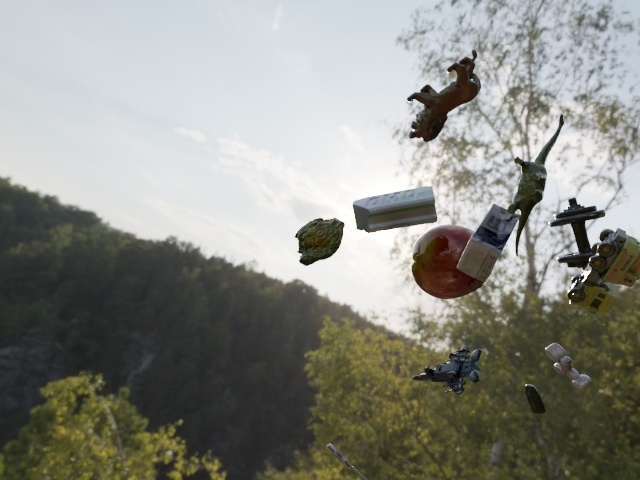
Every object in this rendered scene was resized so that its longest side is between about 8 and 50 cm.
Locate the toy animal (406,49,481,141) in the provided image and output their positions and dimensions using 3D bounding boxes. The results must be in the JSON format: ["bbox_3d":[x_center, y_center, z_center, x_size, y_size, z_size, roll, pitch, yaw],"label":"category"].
[{"bbox_3d":[0.387,-0.432,1.588,0.157,0.312,0.097,55,12,-4],"label":"toy animal"}]

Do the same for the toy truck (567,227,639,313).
[{"bbox_3d":[0.900,0.101,1.610,0.157,0.124,0.272,27,-56,18],"label":"toy truck"}]

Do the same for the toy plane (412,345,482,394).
[{"bbox_3d":[0.384,0.404,1.596,0.246,0.169,0.078,-16,-54,36],"label":"toy plane"}]

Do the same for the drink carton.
[{"bbox_3d":[0.524,0.003,1.609,0.102,0.222,0.134,27,-43,19],"label":"drink carton"}]

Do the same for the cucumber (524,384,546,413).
[{"bbox_3d":[0.730,0.538,1.768,0.048,0.105,0.048,-22,1,0],"label":"cucumber"}]

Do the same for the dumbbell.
[{"bbox_3d":[0.946,-0.014,1.880,0.192,0.290,0.192,-12,-3,-1],"label":"dumbbell"}]

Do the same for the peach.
[{"bbox_3d":[0.597,0.103,2.348,0.370,0.370,0.370,19,-14,5],"label":"peach"}]

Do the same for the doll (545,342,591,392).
[{"bbox_3d":[0.854,0.444,1.765,0.161,0.059,0.160,54,2,-26],"label":"doll"}]

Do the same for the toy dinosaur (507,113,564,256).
[{"bbox_3d":[0.677,-0.182,1.628,0.087,0.447,0.301,16,16,32],"label":"toy dinosaur"}]

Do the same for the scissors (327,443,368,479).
[{"bbox_3d":[0.088,0.678,1.557,0.189,0.015,0.100,22,-32,52],"label":"scissors"}]

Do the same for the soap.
[{"bbox_3d":[0.311,-0.130,2.187,0.347,0.115,0.208,-9,19,13],"label":"soap"}]

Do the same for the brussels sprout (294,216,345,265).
[{"bbox_3d":[0.001,0.001,1.692,0.139,0.181,0.100,44,-26,22],"label":"brussels sprout"}]
